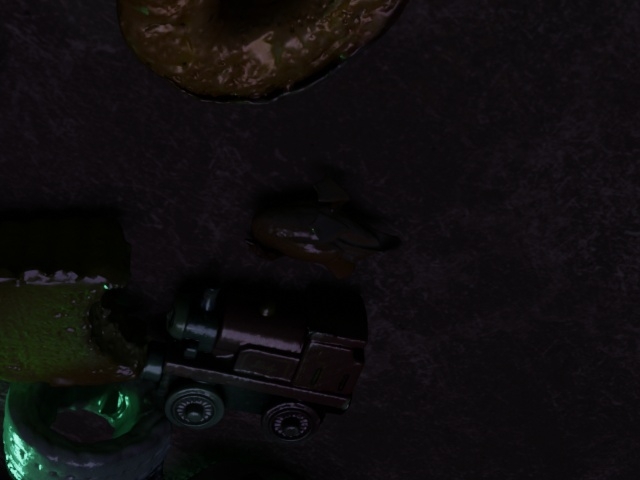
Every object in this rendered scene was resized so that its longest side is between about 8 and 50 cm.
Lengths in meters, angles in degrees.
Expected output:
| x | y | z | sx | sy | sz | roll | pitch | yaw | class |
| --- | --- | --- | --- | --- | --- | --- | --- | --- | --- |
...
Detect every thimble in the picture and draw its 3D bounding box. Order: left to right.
| x | y | z | sx | sy | sz | roll | pitch | yaw | class |
| --- | --- | --- | --- | --- | --- | --- | --- | --- | --- |
| -0.322 | 0.261 | 1.677 | 0.237 | 0.237 | 0.150 | 9 | 135 | -12 | thimble |

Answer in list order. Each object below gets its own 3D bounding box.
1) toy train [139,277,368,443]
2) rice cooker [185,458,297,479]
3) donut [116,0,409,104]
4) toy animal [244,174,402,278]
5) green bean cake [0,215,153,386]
| x | y | z | sx | sy | sz | roll | pitch | yaw | class |
| --- | --- | --- | --- | --- | --- | --- | --- | --- | --- |
| -0.089 | 0.155 | 1.641 | 0.305 | 0.150 | 0.221 | 12 | 126 | -13 | toy train |
| -0.143 | 0.537 | 1.940 | 0.325 | 0.335 | 0.335 | -34 | 130 | 31 | rice cooker |
| -0.053 | -0.273 | 1.142 | 0.299 | 0.150 | 0.317 | 3 | 138 | -10 | donut |
| 0.000 | 0.000 | 1.509 | 0.188 | 0.089 | 0.179 | 15 | 153 | -19 | toy animal |
| -0.338 | 0.076 | 1.542 | 0.233 | 0.124 | 0.236 | 0 | 138 | -1 | green bean cake |
